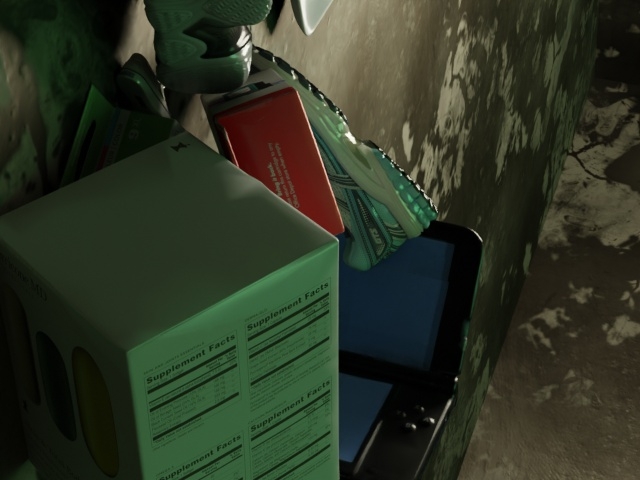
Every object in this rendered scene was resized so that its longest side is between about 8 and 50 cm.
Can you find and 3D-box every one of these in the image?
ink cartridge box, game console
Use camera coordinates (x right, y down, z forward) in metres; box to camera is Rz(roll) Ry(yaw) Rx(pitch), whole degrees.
[{"bbox_3d":[-0.043,-0.067,1.354,0.231,0.078,0.134,-124,-166,-75],"label":"ink cartridge box"},{"bbox_3d":[-0.155,-0.048,1.365,0.209,0.062,0.109,51,54,-69],"label":"ink cartridge box"},{"bbox_3d":[-0.009,0.095,1.554,0.250,0.293,0.173,-57,152,-50],"label":"game console"}]

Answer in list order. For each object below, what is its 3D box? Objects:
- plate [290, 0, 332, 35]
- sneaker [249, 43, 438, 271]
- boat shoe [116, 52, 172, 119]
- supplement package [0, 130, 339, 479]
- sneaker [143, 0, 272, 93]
[{"bbox_3d":[0.017,-0.403,1.646,0.277,0.045,0.278,-60,160,-22],"label":"plate"},{"bbox_3d":[-0.019,-0.082,1.516,0.122,0.283,0.110,-47,-173,3],"label":"sneaker"},{"bbox_3d":[-0.152,-0.131,1.368,0.035,0.035,0.100,-67,155,-23],"label":"boat shoe"},{"bbox_3d":[-0.120,0.094,1.236,0.198,0.199,0.263,-28,136,-30],"label":"supplement package"},{"bbox_3d":[-0.097,-0.236,1.274,0.268,0.101,0.153,111,-22,-70],"label":"sneaker"}]
